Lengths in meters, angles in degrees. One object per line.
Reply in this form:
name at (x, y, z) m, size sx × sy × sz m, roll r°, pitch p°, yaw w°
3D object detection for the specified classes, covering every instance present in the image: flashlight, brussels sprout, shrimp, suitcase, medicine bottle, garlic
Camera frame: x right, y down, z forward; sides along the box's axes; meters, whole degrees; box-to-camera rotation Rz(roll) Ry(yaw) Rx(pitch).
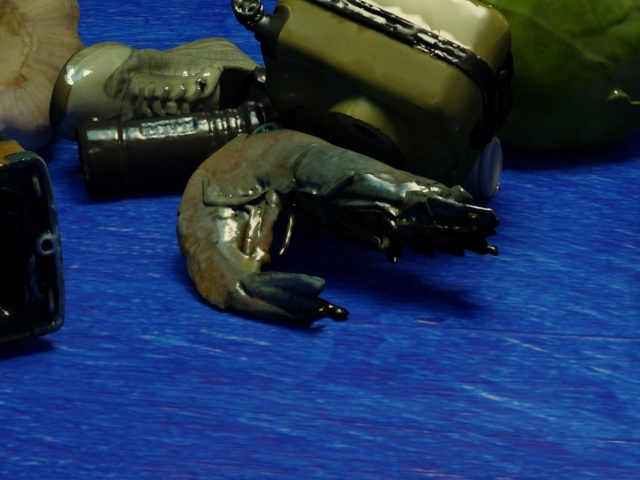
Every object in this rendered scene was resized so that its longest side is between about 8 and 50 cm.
flashlight at (-0.109, -0.087, 1.836) m, size 0.232 × 0.093 × 0.093 m, roll -9°, pitch 24°, yaw -10°
brussels sprout at (0.227, -0.193, 1.907) m, size 0.244 × 0.244 × 0.244 m, roll -1°, pitch 22°, yaw 0°
shrimp at (-0.003, -0.005, 1.599) m, size 0.289 × 0.075 × 0.178 m, roll 21°, pitch 63°, yaw 27°
suitcase at (0.047, -0.144, 1.715) m, size 0.235 × 0.194 × 0.143 m, roll 27°, pitch 74°, yaw 14°
medicine bottle at (0.117, -0.071, 1.815) m, size 0.089 × 0.057 × 0.057 m, roll 6°, pitch 23°, yaw 17°
garlic at (-0.343, -0.175, 1.954) m, size 0.219 × 0.218 × 0.212 m, roll -11°, pitch -7°, yaw -22°

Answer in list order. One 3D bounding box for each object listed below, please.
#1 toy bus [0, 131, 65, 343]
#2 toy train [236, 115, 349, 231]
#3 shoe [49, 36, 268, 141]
toy bus at (-0.374, 0.015, 1.499) m, size 0.323 × 0.162 × 0.194 m, roll -14°, pitch 23°, yaw -24°
toy train at (-0.021, -0.045, 1.732) m, size 0.149 × 0.099 × 0.081 m, roll 23°, pitch 73°, yaw 29°
shoe at (-0.145, -0.139, 1.919) m, size 0.098 × 0.103 × 0.275 m, roll 23°, pitch 25°, yaw 37°
